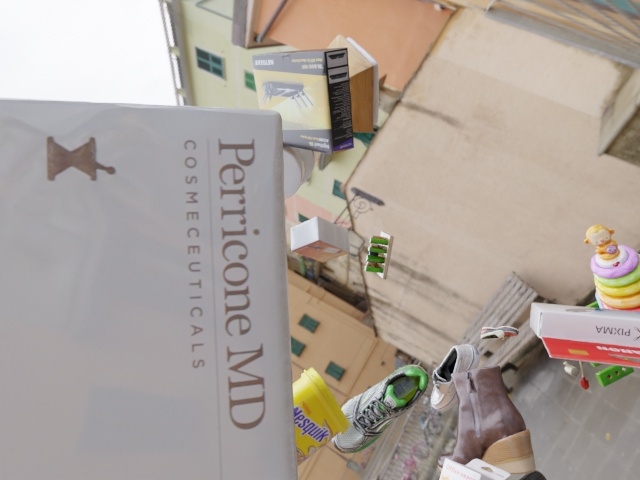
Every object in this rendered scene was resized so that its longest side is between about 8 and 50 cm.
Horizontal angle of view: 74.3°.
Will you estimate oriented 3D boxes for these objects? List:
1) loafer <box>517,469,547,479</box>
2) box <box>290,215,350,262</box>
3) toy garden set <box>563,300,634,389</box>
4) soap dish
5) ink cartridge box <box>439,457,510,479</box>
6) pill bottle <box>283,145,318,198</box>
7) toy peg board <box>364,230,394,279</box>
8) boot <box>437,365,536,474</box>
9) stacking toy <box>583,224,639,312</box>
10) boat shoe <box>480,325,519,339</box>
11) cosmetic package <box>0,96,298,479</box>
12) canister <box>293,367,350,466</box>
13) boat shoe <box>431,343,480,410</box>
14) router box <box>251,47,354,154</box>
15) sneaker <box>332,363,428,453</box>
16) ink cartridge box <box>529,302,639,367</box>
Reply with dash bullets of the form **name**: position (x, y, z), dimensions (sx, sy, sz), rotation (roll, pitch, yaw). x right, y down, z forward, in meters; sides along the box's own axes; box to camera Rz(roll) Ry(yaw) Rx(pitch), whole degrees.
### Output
- **loafer**: position (0.614, 0.802, 1.318), dimensions (0.220, 0.080, 0.078), rotation (-13, -50, -19)
- **box**: position (0.000, 0.000, 1.474), dimensions (0.171, 0.130, 0.090), rotation (22, -124, -44)
- **toy garden set**: position (0.816, 0.334, 1.307), dimensions (0.204, 0.244, 0.049), rotation (-25, 2, -3)
- **soap dish**: position (0.111, -0.557, 1.539), dimensions (0.118, 0.228, 0.290), rotation (-26, -32, -11)
- **ink cartridge box**: position (0.250, 0.436, 0.692), dimensions (0.092, 0.090, 0.143), rotation (-24, 41, 65)
- **pill bottle**: position (-0.117, -0.312, 1.468), dimensions (0.392, 0.224, 0.224), rotation (-73, 0, -55)
- **toy peg board**: position (0.206, 0.047, 1.592), dimensions (0.160, 0.079, 0.161), rotation (-119, 39, -81)
- **boot**: position (0.328, 0.393, 0.918), dimensions (0.090, 0.206, 0.248), rotation (1, -27, -35)
- **stacking toy**: position (0.760, 0.072, 1.074), dimensions (0.175, 0.302, 0.165), rotation (-30, 24, 30)
- **boat shoe**: position (0.655, 0.343, 1.548), dimensions (0.049, 0.137, 0.043), rotation (51, -130, -26)
- **cosmetic package**: position (-0.249, 0.063, 0.436), dimensions (0.327, 0.394, 0.329), rotation (174, 94, -76)
- **canister**: position (-0.049, 0.324, 0.735), dimensions (0.170, 0.126, 0.073), rotation (-33, 15, -15)
- **boat shoe**: position (0.380, 0.409, 1.272), dimensions (0.095, 0.084, 0.258), rotation (-112, 36, -61)
- **router box**: position (-0.051, -0.374, 1.126), dimensions (0.081, 0.309, 0.242), rotation (-27, -58, -34)
- **sneaker**: position (0.168, 0.474, 1.222), dimensions (0.344, 0.134, 0.146), rotation (-40, -21, -9)
- **ink cartridge box**: position (0.594, 0.184, 0.833), dimensions (0.261, 0.297, 0.066), rotation (-1, -87, -71)
